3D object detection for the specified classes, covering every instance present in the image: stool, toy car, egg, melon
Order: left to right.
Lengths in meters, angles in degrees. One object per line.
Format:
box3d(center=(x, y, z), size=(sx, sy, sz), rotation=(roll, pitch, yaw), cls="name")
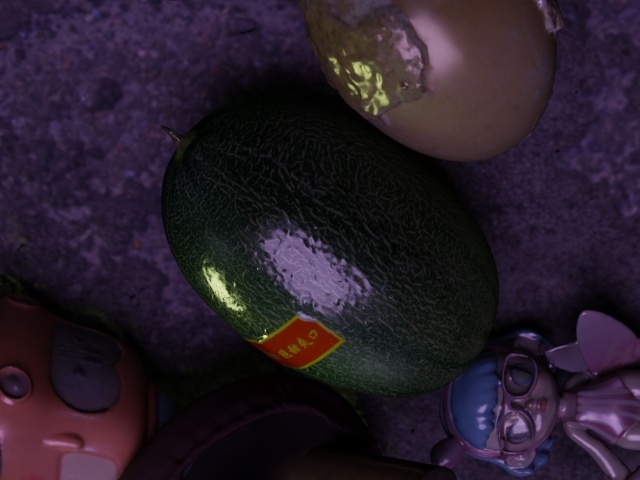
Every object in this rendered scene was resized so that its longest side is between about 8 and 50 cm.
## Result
box3d(center=(-0.222, 0.178, 1.475), size=(0.212, 0.180, 0.270), rotation=(4, 122, -8), cls="toy car")
box3d(center=(-0.021, 0.255, 1.419), size=(0.272, 0.178, 0.272), rotation=(-16, 117, -34), cls="stool")
box3d(center=(0.000, 0.000, 1.333), size=(0.287, 0.182, 0.182), rotation=(38, 117, -14), cls="melon")
box3d(center=(0.074, -0.145, 1.249), size=(0.164, 0.164, 0.201), rotation=(-30, 106, 21), cls="egg")

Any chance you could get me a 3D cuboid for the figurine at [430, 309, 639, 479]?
box3d(center=(0.215, 0.150, 1.435), size=(0.260, 0.103, 0.205), rotation=(3, 96, 0), cls="figurine")
